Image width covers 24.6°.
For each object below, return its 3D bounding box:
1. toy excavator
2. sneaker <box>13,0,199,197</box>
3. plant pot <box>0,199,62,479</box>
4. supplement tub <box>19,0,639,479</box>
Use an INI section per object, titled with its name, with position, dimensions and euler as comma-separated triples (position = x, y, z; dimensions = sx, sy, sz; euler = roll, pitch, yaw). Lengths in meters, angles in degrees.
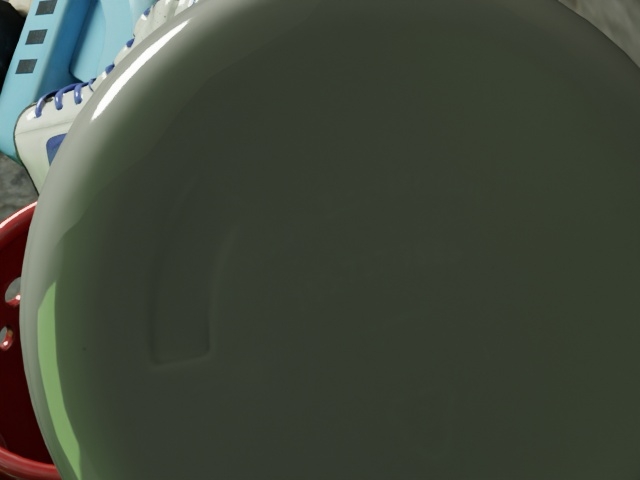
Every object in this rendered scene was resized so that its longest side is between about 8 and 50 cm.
[toy excavator]
position = -0.151, -0.098, 1.306
dimensions = 0.445, 0.222, 0.433
euler = 30, 104, 43
[sneaker]
position = -0.147, -0.098, 1.122
dimensions = 0.182, 0.127, 0.316
euler = 29, 113, 30
[plant pot]
position = -0.116, 0.088, 0.877
dimensions = 0.174, 0.191, 0.191
euler = 77, 171, -58
[supplement tub]
position = 0.001, 0.012, 0.591
dimensions = 0.316, 0.228, 0.228
euler = -149, 39, -80
